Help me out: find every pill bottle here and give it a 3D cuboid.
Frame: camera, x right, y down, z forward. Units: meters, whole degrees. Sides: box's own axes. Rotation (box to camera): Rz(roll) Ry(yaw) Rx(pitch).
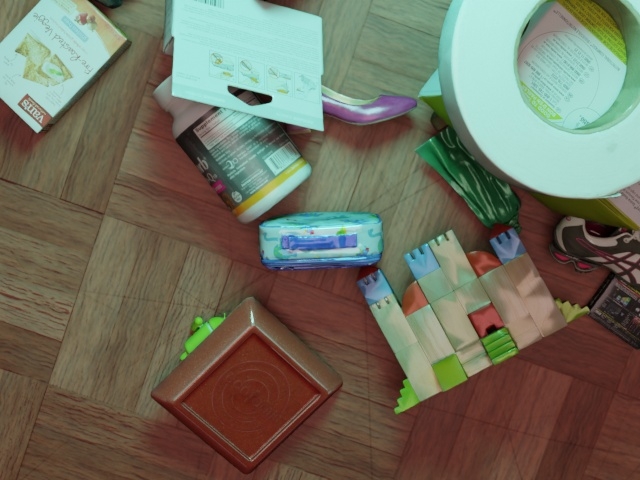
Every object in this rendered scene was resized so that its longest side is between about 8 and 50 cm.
[{"bbox_3d":[-0.156,-0.181,1.876,0.162,0.162,0.278,-38,95,3],"label":"pill bottle"}]

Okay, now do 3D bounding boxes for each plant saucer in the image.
[{"bbox_3d":[-0.126,0.274,1.945,0.259,0.048,0.258,-44,112,3],"label":"plant saucer"}]

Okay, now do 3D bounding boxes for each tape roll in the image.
[{"bbox_3d":[0.359,-0.251,1.527,0.391,0.072,0.392,-1,96,-11],"label":"tape roll"}]

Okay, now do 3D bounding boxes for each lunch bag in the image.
[{"bbox_3d":[0.000,0.000,1.889,0.218,0.176,0.090,-3,96,-1],"label":"lunch bag"}]

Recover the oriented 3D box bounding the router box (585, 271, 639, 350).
[{"bbox_3d":[0.556,0.128,1.976,0.122,0.038,0.092,35,95,-4],"label":"router box"}]

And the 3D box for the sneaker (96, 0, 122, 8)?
[{"bbox_3d":[-0.326,-0.500,1.887,0.106,0.078,0.234,42,79,-29],"label":"sneaker"}]

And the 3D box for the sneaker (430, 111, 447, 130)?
[{"bbox_3d":[0.255,-0.285,1.918,0.192,0.064,0.086,-39,97,-3],"label":"sneaker"}]

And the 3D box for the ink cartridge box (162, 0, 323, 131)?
[{"bbox_3d":[-0.127,-0.300,1.812,0.275,0.060,0.239,11,62,-24],"label":"ink cartridge box"}]

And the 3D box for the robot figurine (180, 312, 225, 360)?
[{"bbox_3d":[-0.200,0.187,1.961,0.115,0.067,0.101,-43,84,3],"label":"robot figurine"}]

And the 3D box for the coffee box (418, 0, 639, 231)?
[{"bbox_3d":[0.422,-0.257,1.748,0.338,0.337,0.334,39,88,-13],"label":"coffee box"}]

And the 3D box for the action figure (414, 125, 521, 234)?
[{"bbox_3d":[0.288,-0.105,1.936,0.137,0.063,0.232,-35,91,1],"label":"action figure"}]

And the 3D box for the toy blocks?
[{"bbox_3d":[0.244,0.101,1.917,0.381,0.191,0.261,-29,83,7],"label":"toy blocks"}]

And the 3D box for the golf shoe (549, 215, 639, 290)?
[{"bbox_3d":[0.547,0.014,1.910,0.272,0.120,0.105,10,58,-3],"label":"golf shoe"}]

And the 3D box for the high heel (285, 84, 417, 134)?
[{"bbox_3d":[0.045,-0.261,1.913,0.244,0.082,0.117,-7,101,11],"label":"high heel"}]

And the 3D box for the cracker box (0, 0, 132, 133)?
[{"bbox_3d":[-0.469,-0.323,1.905,0.155,0.067,0.232,44,95,-4],"label":"cracker box"}]
